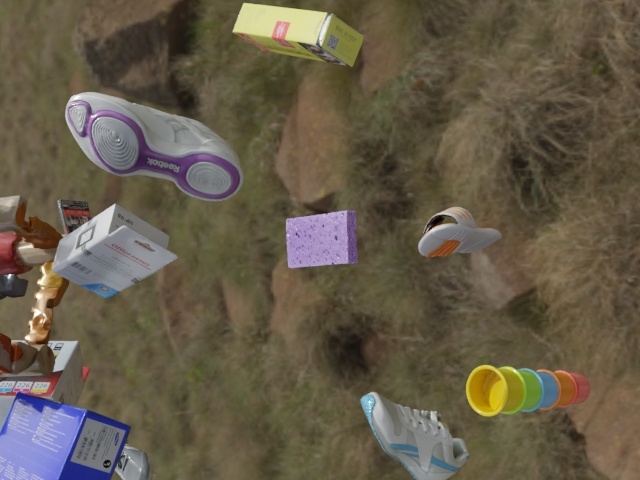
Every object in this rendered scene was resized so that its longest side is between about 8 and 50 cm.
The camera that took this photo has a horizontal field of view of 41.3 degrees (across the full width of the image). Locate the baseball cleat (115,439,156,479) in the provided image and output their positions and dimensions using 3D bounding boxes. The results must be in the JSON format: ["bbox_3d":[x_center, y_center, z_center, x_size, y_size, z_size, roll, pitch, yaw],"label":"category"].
[{"bbox_3d":[-0.395,0.413,1.610,0.206,0.109,0.072,10,82,56],"label":"baseball cleat"}]

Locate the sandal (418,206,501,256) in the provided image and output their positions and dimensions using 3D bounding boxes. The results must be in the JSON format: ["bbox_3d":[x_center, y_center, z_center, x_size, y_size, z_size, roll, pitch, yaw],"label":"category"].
[{"bbox_3d":[0.266,-0.021,1.688,0.102,0.265,0.076,-35,69,30],"label":"sandal"}]

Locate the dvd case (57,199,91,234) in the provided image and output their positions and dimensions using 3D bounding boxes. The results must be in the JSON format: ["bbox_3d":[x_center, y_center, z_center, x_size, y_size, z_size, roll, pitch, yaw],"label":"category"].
[{"bbox_3d":[-0.523,-0.029,1.836,0.013,0.087,0.119,-21,81,24],"label":"dvd case"}]

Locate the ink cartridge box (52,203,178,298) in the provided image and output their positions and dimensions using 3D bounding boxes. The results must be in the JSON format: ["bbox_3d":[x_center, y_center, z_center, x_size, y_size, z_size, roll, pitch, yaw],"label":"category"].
[{"bbox_3d":[-0.298,0.012,1.253,0.180,0.104,0.060,-27,44,34],"label":"ink cartridge box"}]

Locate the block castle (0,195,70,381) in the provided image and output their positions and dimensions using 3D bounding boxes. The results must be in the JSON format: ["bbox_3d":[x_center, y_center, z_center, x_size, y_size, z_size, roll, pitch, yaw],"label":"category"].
[{"bbox_3d":[-0.611,0.045,1.353,0.453,0.213,0.302,53,-144,-58],"label":"block castle"}]

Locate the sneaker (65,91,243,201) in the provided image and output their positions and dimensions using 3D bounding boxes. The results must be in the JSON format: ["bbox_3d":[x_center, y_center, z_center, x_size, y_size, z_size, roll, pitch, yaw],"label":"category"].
[{"bbox_3d":[-0.274,-0.162,1.419,0.114,0.305,0.152,-60,15,23],"label":"sneaker"}]

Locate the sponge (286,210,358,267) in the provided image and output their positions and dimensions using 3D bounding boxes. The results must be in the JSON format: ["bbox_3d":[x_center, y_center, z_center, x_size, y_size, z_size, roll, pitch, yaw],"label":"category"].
[{"bbox_3d":[0.000,0.000,1.917,0.210,0.031,0.117,-6,86,49],"label":"sponge"}]

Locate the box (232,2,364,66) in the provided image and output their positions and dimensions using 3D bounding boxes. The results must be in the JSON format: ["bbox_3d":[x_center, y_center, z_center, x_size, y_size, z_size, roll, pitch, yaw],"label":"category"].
[{"bbox_3d":[-0.041,-0.346,1.418,0.232,0.087,0.058,23,91,43],"label":"box"}]

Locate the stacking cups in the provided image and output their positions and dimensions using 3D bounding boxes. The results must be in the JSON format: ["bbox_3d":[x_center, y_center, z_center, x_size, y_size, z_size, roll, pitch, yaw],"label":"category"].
[{"bbox_3d":[0.419,0.288,1.675,0.096,0.316,0.095,-6,82,46],"label":"stacking cups"}]

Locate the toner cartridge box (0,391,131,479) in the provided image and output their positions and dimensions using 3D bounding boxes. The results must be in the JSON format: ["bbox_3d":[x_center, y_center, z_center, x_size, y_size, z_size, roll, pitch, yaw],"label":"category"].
[{"bbox_3d":[-0.406,0.325,1.261,0.348,0.075,0.165,-7,58,56],"label":"toner cartridge box"}]

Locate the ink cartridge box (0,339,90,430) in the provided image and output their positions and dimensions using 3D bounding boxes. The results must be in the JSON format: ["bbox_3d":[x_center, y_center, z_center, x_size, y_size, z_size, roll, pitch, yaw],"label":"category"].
[{"bbox_3d":[-0.676,0.297,1.801,0.272,0.310,0.130,-90,1,-64],"label":"ink cartridge box"}]

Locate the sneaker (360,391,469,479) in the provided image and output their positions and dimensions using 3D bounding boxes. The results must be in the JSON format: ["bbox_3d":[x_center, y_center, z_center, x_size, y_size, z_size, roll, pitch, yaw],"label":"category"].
[{"bbox_3d":[0.143,0.293,1.310,0.092,0.228,0.087,-37,35,10],"label":"sneaker"}]
